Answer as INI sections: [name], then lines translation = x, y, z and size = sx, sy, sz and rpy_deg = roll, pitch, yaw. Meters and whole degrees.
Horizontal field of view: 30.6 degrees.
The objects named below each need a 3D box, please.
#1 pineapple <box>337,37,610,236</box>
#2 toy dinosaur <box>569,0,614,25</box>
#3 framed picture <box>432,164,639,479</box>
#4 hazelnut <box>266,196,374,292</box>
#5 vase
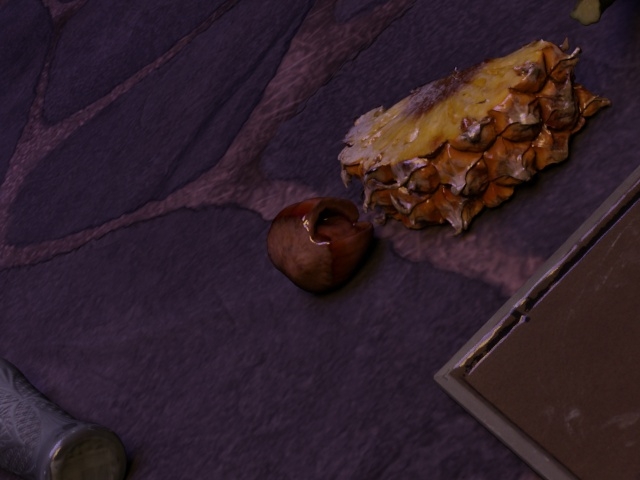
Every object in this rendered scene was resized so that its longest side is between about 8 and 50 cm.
[pineapple]
translation = 0.098, -0.065, 0.904
size = 0.233, 0.079, 0.135
rpy_deg = -17, 33, 45
[toy dinosaur]
translation = 0.282, -0.245, 0.917
size = 0.447, 0.087, 0.301
rpy_deg = -2, 21, 18
[framed picture]
translation = 0.245, 0.019, 0.689
size = 0.335, 0.022, 0.247
rpy_deg = -46, 33, -3
[hazelnut]
translation = 0.000, 0.000, 0.940
size = 0.086, 0.086, 0.086
rpy_deg = -29, 35, 23
[vase]
translation = -0.251, 0.169, 1.012
size = 0.219, 0.096, 0.096
rpy_deg = 13, 63, 50
